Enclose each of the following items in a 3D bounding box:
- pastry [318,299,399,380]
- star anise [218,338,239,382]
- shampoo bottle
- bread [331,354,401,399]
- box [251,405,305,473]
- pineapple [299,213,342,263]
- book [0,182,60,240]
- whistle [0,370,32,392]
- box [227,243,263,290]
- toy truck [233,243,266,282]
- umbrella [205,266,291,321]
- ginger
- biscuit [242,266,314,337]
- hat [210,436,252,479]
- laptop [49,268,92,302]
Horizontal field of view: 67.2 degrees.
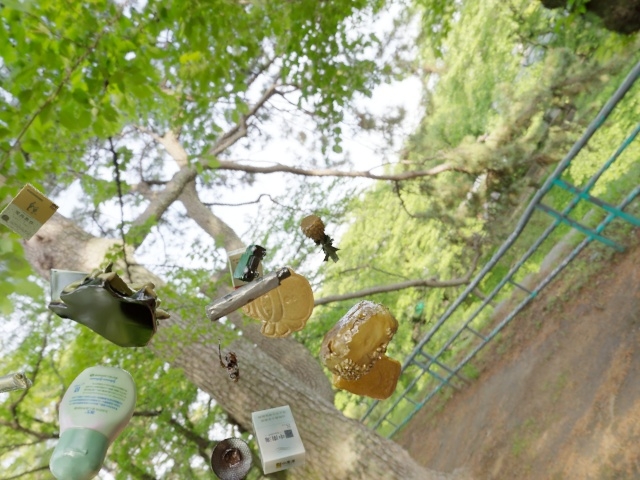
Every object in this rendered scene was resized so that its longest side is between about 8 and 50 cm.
[{"bbox_3d":[0.120,0.295,1.430,0.255,0.162,0.311,-41,-4,8],"label":"pastry"},{"bbox_3d":[-0.373,0.486,1.961,0.070,0.190,0.097,-21,-19,3],"label":"star anise"},{"bbox_3d":[-0.713,0.574,1.502,0.349,0.222,0.151,-93,17,-52],"label":"shampoo bottle"},{"bbox_3d":[0.162,0.470,1.738,0.121,0.246,0.174,-95,25,-74],"label":"bread"},{"bbox_3d":[-0.160,0.734,1.792,0.243,0.155,0.067,-125,32,-60],"label":"box"},{"bbox_3d":[0.000,0.000,2.303,0.130,0.119,0.277,-37,-52,-1],"label":"pineapple"},{"bbox_3d":[-0.955,-0.091,1.574,0.172,0.118,0.012,-42,24,12],"label":"book"},{"bbox_3d":[-1.198,0.540,1.802,0.327,0.067,0.057,-16,3,26],"label":"whistle"},{"bbox_3d":[-0.313,0.133,2.048,0.139,0.035,0.245,-15,-51,-19],"label":"box"},{"bbox_3d":[-0.268,0.087,1.859,0.065,0.079,0.147,31,-106,-42],"label":"toy truck"},{"bbox_3d":[-0.261,0.191,1.759,0.337,0.067,0.073,-28,21,-12],"label":"umbrella"},{"bbox_3d":[-0.702,0.194,1.670,0.413,0.358,0.211,-41,28,41],"label":"ginger"},{"bbox_3d":[-0.196,0.305,2.302,0.351,0.312,0.057,-25,-2,5],"label":"biscuit"},{"bbox_3d":[-0.412,1.021,2.255,0.193,0.193,0.082,-56,-8,-19],"label":"hat"},{"bbox_3d":[-1.046,0.216,2.051,0.188,0.269,0.015,12,-60,-36],"label":"laptop"}]
